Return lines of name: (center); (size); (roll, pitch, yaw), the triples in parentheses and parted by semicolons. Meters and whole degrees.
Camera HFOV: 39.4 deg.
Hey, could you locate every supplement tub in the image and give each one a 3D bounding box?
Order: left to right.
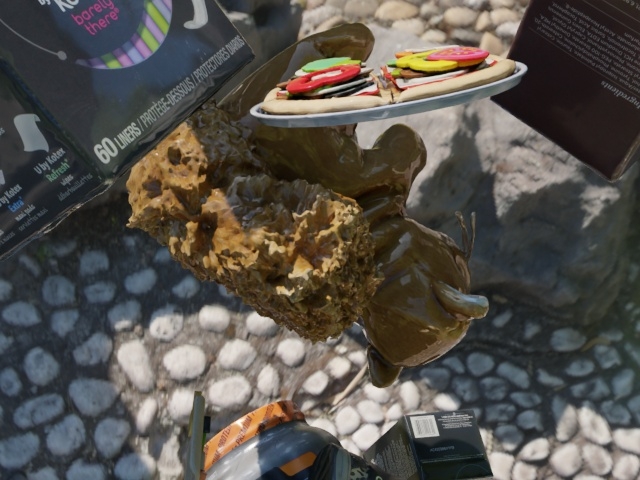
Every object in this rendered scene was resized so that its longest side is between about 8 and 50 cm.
supplement tub: (-0.011, 0.359, 1.047); (0.193, 0.193, 0.316); (-27, 66, -20)

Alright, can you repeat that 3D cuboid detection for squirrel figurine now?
squirrel figurine: (0.000, 0.000, 0.985); (0.370, 0.281, 0.397); (54, 33, 4)

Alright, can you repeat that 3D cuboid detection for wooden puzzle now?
wooden puzzle: (-0.086, 0.154, 0.618); (0.014, 0.079, 0.116); (7, 44, -8)

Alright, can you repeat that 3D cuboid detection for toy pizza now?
toy pizza: (0.047, -0.118, 0.646); (0.201, 0.201, 0.032); (-15, 106, -17)

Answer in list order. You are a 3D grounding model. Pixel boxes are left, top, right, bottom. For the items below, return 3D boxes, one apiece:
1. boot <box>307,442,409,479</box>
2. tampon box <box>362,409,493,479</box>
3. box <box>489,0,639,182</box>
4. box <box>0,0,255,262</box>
boot: (0.071, 0.337, 0.912); (0.178, 0.085, 0.236); (20, 48, -20)
tampon box: (0.154, 0.328, 1.316); (0.120, 0.161, 0.101); (0, 59, -23)
box: (0.310, -0.209, 0.913); (0.167, 0.203, 0.168); (39, 53, 19)
box: (-0.196, -0.148, 0.500); (0.270, 0.143, 0.165); (51, 42, -15)
